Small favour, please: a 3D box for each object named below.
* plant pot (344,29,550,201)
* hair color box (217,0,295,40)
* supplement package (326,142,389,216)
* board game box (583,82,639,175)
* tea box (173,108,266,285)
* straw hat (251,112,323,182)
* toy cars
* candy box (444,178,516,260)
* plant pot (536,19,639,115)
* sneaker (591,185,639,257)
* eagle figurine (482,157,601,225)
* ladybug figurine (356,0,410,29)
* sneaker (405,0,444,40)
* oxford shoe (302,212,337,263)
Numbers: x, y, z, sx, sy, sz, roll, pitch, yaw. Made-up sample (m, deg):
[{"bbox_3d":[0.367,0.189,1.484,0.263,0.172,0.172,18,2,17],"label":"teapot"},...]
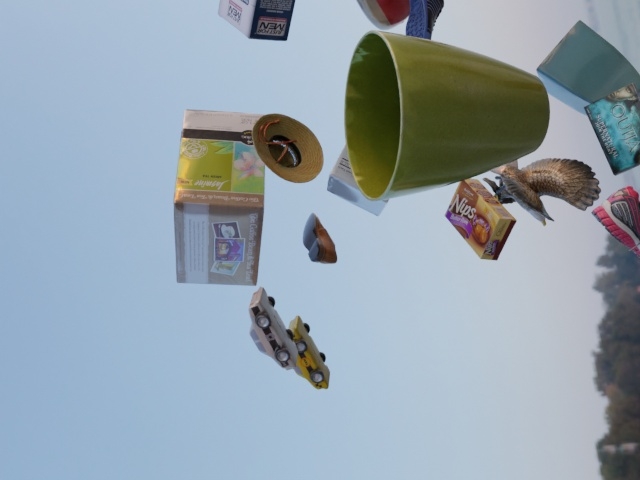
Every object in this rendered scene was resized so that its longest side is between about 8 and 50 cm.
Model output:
[{"bbox_3d":[0.219,-0.210,1.251,0.275,0.293,0.275,176,90,-74],"label":"plant pot"},{"bbox_3d":[-0.120,-0.635,1.633,0.105,0.174,0.347,-5,-55,-33],"label":"hair color box"},{"bbox_3d":[0.127,-0.191,1.760,0.203,0.149,0.194,-63,-2,-7],"label":"supplement package"},{"bbox_3d":[0.729,-0.266,1.788,0.026,0.126,0.186,0,-113,-57],"label":"board game box"},{"bbox_3d":[-0.256,-0.105,1.919,0.329,0.219,0.324,101,168,-50],"label":"tea box"},{"bbox_3d":[-0.070,-0.153,1.335,0.144,0.061,0.145,15,-121,-26],"label":"straw hat"},{"bbox_3d":[-0.087,0.250,1.781,0.394,0.087,0.177,47,-158,-57],"label":"toy cars"},{"bbox_3d":[0.359,-0.052,1.688,0.187,0.053,0.109,-119,42,-50],"label":"candy box"},{"bbox_3d":[0.717,-0.418,1.942,0.234,0.165,0.165,44,-171,24],"label":"plant pot"},{"bbox_3d":[0.797,-0.014,1.807,0.299,0.112,0.121,33,-159,-25],"label":"sneaker"},{"bbox_3d":[0.575,-0.133,2.028,0.225,0.298,0.226,25,-104,-16],"label":"eagle figurine"},{"bbox_3d":[0.166,-0.764,2.007,0.449,0.161,0.305,51,-140,-51],"label":"ladybug figurine"},{"bbox_3d":[0.274,-0.582,1.903,0.090,0.081,0.232,6,-98,-33],"label":"sneaker"},{"bbox_3d":[0.000,0.000,2.086,0.076,0.076,0.212,17,-148,-24],"label":"oxford shoe"}]
